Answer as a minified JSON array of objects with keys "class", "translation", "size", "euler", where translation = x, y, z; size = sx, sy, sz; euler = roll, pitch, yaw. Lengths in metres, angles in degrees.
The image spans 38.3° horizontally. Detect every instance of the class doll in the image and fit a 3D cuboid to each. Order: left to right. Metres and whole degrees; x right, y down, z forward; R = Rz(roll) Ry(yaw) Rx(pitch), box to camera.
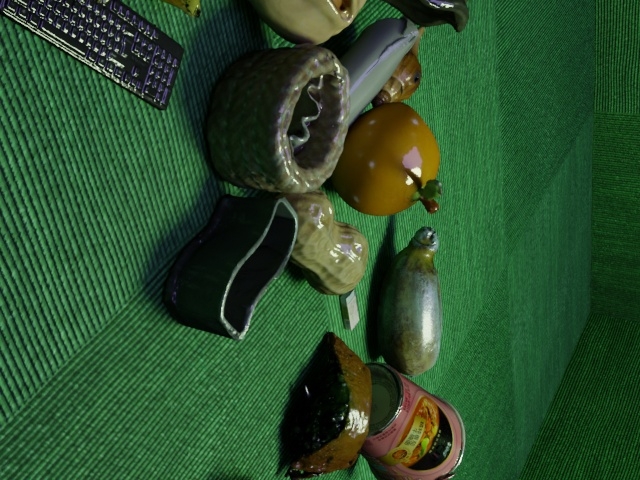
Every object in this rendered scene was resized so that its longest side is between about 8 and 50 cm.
[{"class":"doll","translation":[0.134,-0.123,1.665],"size":[0.213,0.236,0.213],"euler":[-34,156,-18]}]

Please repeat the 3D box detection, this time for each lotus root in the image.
[{"class":"lotus root","translation":[0.190,0.129,1.975],"size":[0.158,0.139,0.322],"euler":[-35,126,-76]}]

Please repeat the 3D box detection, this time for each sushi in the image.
[{"class":"sushi","translation":[0.021,0.317,1.731],"size":[0.149,0.140,0.287],"euler":[154,-49,-78]}]

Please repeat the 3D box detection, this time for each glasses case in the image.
[{"class":"glasses case","translation":[0.047,-0.263,1.600],"size":[0.308,0.083,0.128],"euler":[-50,173,-20]}]

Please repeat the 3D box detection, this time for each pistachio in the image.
[{"class":"pistachio","translation":[-0.036,-0.413,1.346],"size":[0.299,0.187,0.188],"euler":[52,54,-48]}]

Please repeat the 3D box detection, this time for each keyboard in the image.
[{"class":"keyboard","translation":[-0.264,-0.255,1.112],"size":[0.309,0.018,0.101],"euler":[29,74,-61]}]

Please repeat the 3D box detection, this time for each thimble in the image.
[{"class":"thimble","translation":[-0.062,-0.184,1.388],"size":[0.196,0.148,0.229],"euler":[34,66,-58]}]

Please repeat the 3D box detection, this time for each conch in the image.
[{"class":"conch","translation":[0.165,-0.339,1.812],"size":[0.330,0.093,0.109],"euler":[-52,135,-43]}]

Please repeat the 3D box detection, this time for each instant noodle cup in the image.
[{"class":"instant noodle cup","translation":[0.147,0.377,1.909],"size":[0.255,0.244,0.244],"euler":[46,58,-46]}]

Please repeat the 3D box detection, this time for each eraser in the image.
[{"class":"eraser","translation":[0.058,0.138,1.852],"size":[0.038,0.019,0.083],"euler":[-48,138,-43]}]

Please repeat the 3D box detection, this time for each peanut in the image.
[{"class":"peanut","translation":[0.000,0.000,1.572],"size":[0.298,0.136,0.120],"euler":[50,22,-54]}]

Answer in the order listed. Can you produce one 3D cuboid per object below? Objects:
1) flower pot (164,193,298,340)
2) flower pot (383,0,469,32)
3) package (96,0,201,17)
[{"class":"flower pot","translation":[-0.130,0.030,1.369],"size":[0.229,0.108,0.103],"euler":[-62,147,-32]},{"class":"flower pot","translation":[0.151,-0.498,1.545],"size":[0.302,0.301,0.213],"euler":[11,102,-62]},{"class":"package","translation":[-0.207,-0.360,1.108],"size":[0.226,0.090,0.168],"euler":[-17,110,-66]}]
